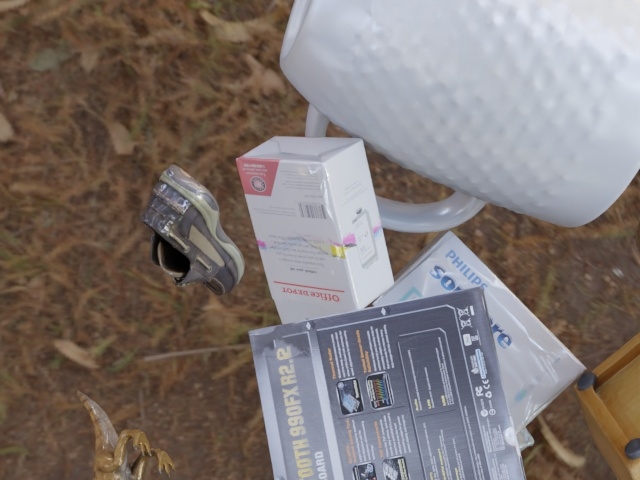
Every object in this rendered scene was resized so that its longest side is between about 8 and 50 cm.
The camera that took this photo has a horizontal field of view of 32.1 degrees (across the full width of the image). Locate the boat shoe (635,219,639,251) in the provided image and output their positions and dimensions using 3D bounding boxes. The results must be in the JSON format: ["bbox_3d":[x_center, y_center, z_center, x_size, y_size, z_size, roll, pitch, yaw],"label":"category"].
[{"bbox_3d":[0.614,-0.075,1.664,0.110,0.121,0.341,28,134,-16],"label":"boat shoe"}]

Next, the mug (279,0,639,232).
[{"bbox_3d":[0.123,-0.158,1.114,0.328,0.276,0.374,19,129,-10],"label":"mug"}]

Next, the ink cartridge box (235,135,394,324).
[{"bbox_3d":[0.000,0.000,1.102,0.115,0.067,0.198,7,120,40],"label":"ink cartridge box"}]

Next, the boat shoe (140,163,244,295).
[{"bbox_3d":[-0.236,0.006,1.935,0.132,0.355,0.130,35,72,28],"label":"boat shoe"}]

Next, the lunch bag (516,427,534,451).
[{"bbox_3d":[0.178,0.360,1.887,0.235,0.287,0.169,-12,68,-27],"label":"lunch bag"}]

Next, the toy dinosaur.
[{"bbox_3d":[-0.223,0.235,1.198,0.112,0.064,0.211,-26,62,22],"label":"toy dinosaur"}]

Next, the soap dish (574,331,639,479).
[{"bbox_3d":[0.395,0.139,1.085,0.291,0.229,0.118,-41,104,9],"label":"soap dish"}]

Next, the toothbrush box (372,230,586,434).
[{"bbox_3d":[0.183,0.104,1.348,0.126,0.295,0.216,-44,88,2],"label":"toothbrush box"}]

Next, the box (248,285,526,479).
[{"bbox_3d":[0.055,0.164,0.833,0.183,0.056,0.231,-12,77,0],"label":"box"}]
